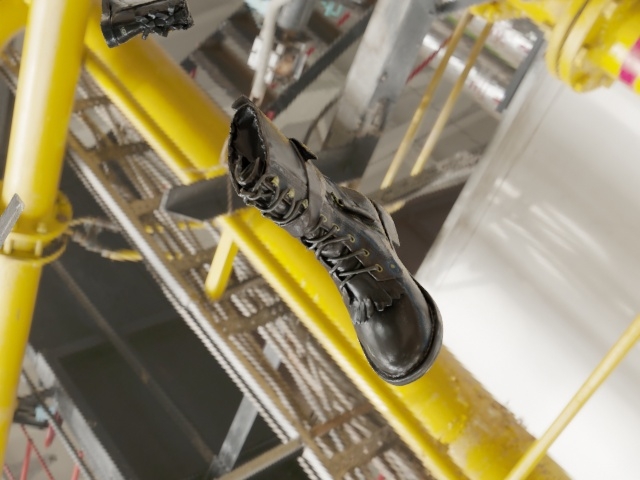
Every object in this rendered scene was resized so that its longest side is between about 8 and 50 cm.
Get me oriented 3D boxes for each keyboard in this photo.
[{"bbox_3d":[-0.409,0.063,1.045,0.014,0.072,0.256,29,-102,-12],"label":"keyboard"}]

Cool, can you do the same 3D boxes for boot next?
[{"bbox_3d":[0.000,0.000,0.865,0.229,0.091,0.263,37,-157,-43],"label":"boot"},{"bbox_3d":[-0.199,-0.261,1.039,0.099,0.045,0.121,-17,-147,-1],"label":"boot"}]
